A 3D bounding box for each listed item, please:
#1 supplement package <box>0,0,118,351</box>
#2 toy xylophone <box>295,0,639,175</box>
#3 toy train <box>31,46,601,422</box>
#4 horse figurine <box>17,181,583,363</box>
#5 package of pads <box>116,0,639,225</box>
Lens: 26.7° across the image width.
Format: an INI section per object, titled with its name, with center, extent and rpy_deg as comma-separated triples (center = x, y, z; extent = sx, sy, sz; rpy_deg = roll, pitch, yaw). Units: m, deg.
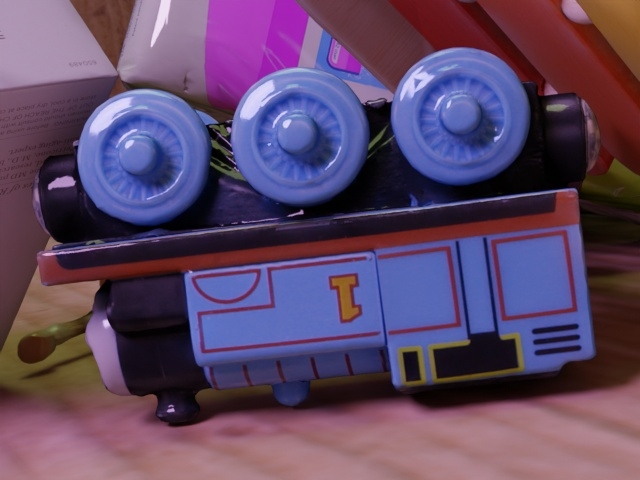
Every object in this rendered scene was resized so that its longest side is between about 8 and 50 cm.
[supplement package]
center = -0.164, -0.026, 0.485
extent = 0.105, 0.105, 0.179
rpy_deg = -15, -31, -40
[toy xylophone]
center = 0.107, -0.082, 0.415
extent = 0.236, 0.081, 0.322
rpy_deg = 35, -8, -36
[toy train]
center = 0.000, 0.000, 0.433
extent = 0.184, 0.105, 0.080
rpy_deg = -7, -1, 5
[horse figurine]
center = -0.004, 0.002, 0.582
extent = 0.263, 0.066, 0.174
rpy_deg = -6, 12, 24
[package of pads]
center = 0.077, -0.144, 0.628
extent = 0.296, 0.229, 0.101
rpy_deg = 14, -3, -3
